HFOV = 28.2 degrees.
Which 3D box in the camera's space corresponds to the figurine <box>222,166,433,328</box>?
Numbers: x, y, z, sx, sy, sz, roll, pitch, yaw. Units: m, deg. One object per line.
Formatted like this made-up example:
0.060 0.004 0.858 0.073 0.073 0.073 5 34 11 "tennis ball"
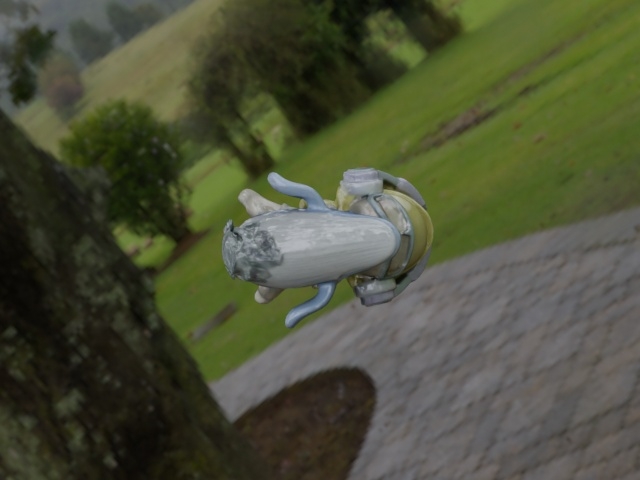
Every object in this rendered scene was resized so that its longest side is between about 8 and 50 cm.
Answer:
0.000 0.000 1.098 0.184 0.128 0.208 -9 6 -32 "figurine"
